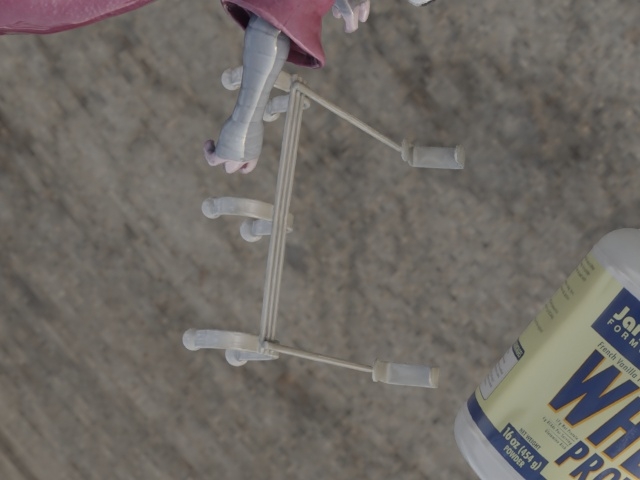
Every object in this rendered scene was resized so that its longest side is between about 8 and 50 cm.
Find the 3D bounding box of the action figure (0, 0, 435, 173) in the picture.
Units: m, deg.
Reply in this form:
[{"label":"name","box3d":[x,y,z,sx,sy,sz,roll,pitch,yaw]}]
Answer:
[{"label":"action figure","box3d":[-0.062,-0.208,0.917,0.370,0.248,0.275,-3,121,4]}]

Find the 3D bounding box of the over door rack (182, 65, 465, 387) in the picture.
[{"label":"over door rack","box3d":[0.000,0.000,1.309,0.108,0.239,0.324,3,172,35]}]

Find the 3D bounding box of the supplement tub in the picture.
[{"label":"supplement tub","box3d":[0.313,0.136,1.458,0.235,0.325,0.235,36,-169,-8]}]
